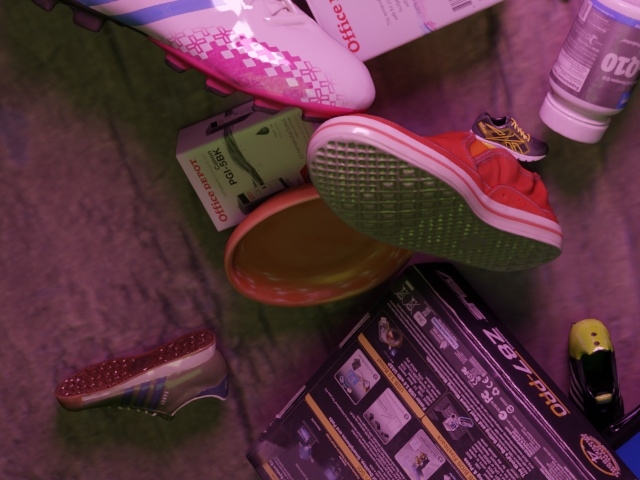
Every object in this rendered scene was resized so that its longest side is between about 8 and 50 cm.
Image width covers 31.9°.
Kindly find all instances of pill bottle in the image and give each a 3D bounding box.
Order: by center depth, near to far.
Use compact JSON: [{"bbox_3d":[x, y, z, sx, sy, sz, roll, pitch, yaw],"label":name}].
[{"bbox_3d":[0.260,-0.164,1.040,0.078,0.078,0.137,14,121,-10],"label":"pill bottle"}]

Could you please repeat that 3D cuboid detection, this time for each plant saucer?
[{"bbox_3d":[0.000,0.000,1.123,0.200,0.037,0.200,-10,147,-7],"label":"plant saucer"}]

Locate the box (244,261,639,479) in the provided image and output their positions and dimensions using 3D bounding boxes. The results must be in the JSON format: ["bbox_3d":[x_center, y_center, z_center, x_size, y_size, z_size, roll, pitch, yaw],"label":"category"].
[{"bbox_3d":[0.138,0.268,1.154,0.318,0.395,0.097,-51,155,23],"label":"box"}]

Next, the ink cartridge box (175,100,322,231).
[{"bbox_3d":[-0.060,-0.080,1.097,0.135,0.056,0.099,-21,121,11],"label":"ink cartridge box"}]

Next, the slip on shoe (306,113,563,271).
[{"bbox_3d":[0.108,-0.054,1.031,0.123,0.101,0.331,-24,151,38],"label":"slip on shoe"}]

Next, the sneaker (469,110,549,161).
[{"bbox_3d":[0.188,-0.103,1.104,0.083,0.031,0.035,12,120,-9],"label":"sneaker"}]

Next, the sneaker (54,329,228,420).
[{"bbox_3d":[-0.191,0.170,1.244,0.192,0.064,0.086,-19,116,7],"label":"sneaker"}]

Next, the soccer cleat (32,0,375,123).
[{"bbox_3d":[-0.095,-0.214,0.943,0.331,0.116,0.143,24,112,5],"label":"soccer cleat"}]

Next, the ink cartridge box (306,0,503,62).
[{"bbox_3d":[0.071,-0.248,0.986,0.175,0.072,0.127,-22,120,12],"label":"ink cartridge box"}]

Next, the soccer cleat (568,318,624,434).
[{"bbox_3d":[0.309,0.169,1.253,0.060,0.072,0.179,-13,122,6],"label":"soccer cleat"}]

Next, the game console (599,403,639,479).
[{"bbox_3d":[0.401,0.252,1.211,0.250,0.173,0.293,22,121,-38],"label":"game console"}]
